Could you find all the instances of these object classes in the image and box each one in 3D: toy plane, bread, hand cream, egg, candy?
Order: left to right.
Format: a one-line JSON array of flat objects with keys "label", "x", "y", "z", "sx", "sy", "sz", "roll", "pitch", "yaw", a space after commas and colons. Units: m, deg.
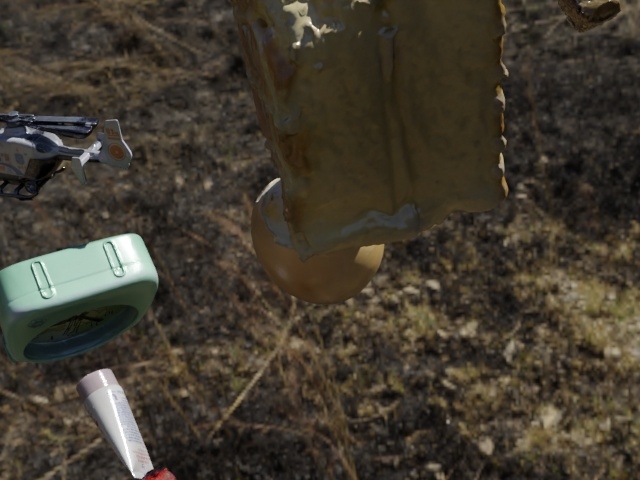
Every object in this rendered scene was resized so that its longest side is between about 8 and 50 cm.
[{"label": "toy plane", "x": -0.263, "y": -0.082, "z": 0.832, "sx": 0.197, "sy": 0.078, "sz": 0.053, "roll": 6, "pitch": 36, "yaw": 19}, {"label": "hand cream", "x": -0.408, "y": 0.385, "z": 1.815, "sx": 0.083, "sy": 0.133, "sz": 0.248, "roll": -34, "pitch": 67, "yaw": 0}, {"label": "egg", "x": 0.000, "y": 0.000, "z": 1.383, "sx": 0.200, "sy": 0.244, "sz": 0.201, "roll": -8, "pitch": 49, "yaw": 10}, {"label": "bread", "x": 0.043, "y": -0.231, "z": 1.087, "sx": 0.279, "sy": 0.371, "sz": 0.390, "roll": -14, "pitch": 40, "yaw": -6}, {"label": "candy", "x": 0.452, "y": -0.405, "z": 1.510, "sx": 0.085, "sy": 0.095, "sz": 0.110, "roll": -24, "pitch": 0, "yaw": -5}]

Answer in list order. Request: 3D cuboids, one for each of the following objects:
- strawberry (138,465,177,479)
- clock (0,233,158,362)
[{"label": "strawberry", "x": -0.202, "y": 0.362, "z": 1.002, "sx": 0.111, "sy": 0.237, "sz": 0.190, "roll": -21, "pitch": 46, "yaw": -31}, {"label": "clock", "x": -0.248, "y": 0.068, "z": 0.883, "sx": 0.148, "sy": 0.060, "sz": 0.188, "roll": -17, "pitch": -20, "yaw": -29}]
